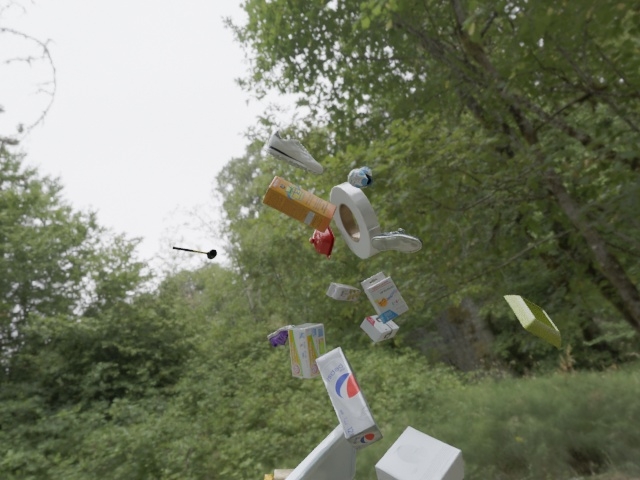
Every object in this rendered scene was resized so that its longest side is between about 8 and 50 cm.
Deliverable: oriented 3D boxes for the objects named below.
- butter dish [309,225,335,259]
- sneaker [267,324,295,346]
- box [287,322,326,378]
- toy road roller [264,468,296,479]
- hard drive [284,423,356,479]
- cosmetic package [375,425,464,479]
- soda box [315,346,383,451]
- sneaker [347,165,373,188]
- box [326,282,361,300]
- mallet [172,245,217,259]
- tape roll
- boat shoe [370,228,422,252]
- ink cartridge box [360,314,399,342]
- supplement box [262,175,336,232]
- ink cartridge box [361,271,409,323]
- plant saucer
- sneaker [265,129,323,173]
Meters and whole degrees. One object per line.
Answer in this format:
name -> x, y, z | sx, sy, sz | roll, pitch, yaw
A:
butter dish -> 0.000, 0.000, 2.605 | 0.118, 0.160, 0.160 | -1, -48, -18
sneaker -> -0.159, 0.414, 2.127 | 0.068, 0.071, 0.170 | -14, -17, -45
box -> -0.051, 0.451, 2.013 | 0.103, 0.203, 0.114 | -7, -1, 42
toy road roller -> -0.107, 1.050, 1.847 | 0.202, 0.240, 0.329 | -2, -64, 0
hard drive -> 0.008, 0.726, 1.497 | 0.047, 0.233, 0.353 | 11, 18, 31
cosmetic package -> 0.358, 0.827, 1.757 | 0.224, 0.138, 0.224 | 10, 32, 44
soda box -> 0.081, 0.464, 1.462 | 0.091, 0.286, 0.098 | -28, -49, 0
sneaker -> 0.175, -0.247, 1.973 | 0.085, 0.086, 0.237 | -65, -11, 18
box -> 0.117, 0.251, 2.368 | 0.067, 0.063, 0.324 | -66, -21, 0
mallet -> -0.544, 0.050, 2.128 | 0.189, 0.039, 0.062 | 9, -20, -15
tape roll -> 0.170, -0.097, 2.414 | 0.072, 0.392, 0.392 | -24, -24, -17
boat shoe -> 0.340, 0.003, 2.140 | 0.254, 0.095, 0.079 | -5, 26, 46
ink cartridge box -> 0.274, 0.400, 2.263 | 0.150, 0.109, 0.063 | -3, -53, -49
supplement box -> -0.069, -0.120, 1.638 | 0.233, 0.078, 0.080 | 25, -44, -4
ink cartridge box -> 0.242, 0.212, 1.872 | 0.104, 0.181, 0.061 | -27, -14, -10
plant saucer -> 0.775, 0.279, 1.771 | 0.188, 0.188, 0.045 | 28, -65, -21
sneaker -> -0.086, -0.328, 1.859 | 0.235, 0.095, 0.090 | 26, -7, -14
